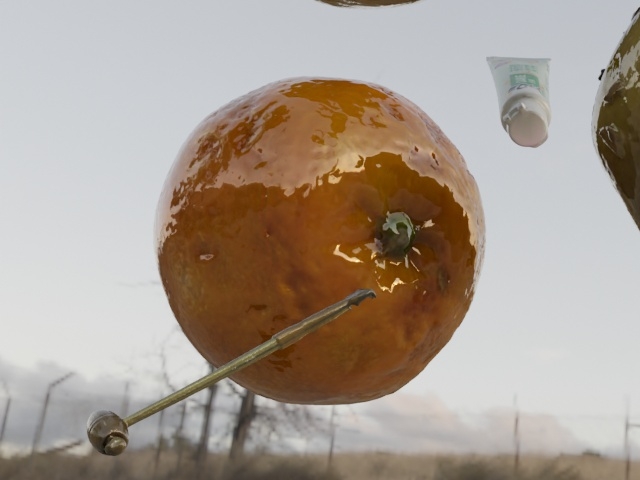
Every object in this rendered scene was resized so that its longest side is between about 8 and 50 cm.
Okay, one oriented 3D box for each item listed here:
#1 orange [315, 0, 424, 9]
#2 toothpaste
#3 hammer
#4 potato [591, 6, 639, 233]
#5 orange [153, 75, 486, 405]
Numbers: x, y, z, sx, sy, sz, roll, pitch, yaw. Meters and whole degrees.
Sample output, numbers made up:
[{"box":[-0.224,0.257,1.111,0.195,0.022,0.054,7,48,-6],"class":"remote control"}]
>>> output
[{"box":[0.044,-0.339,0.988,0.235,0.278,0.279,11,-15,-25],"class":"orange"},{"box":[0.223,-0.165,1.246,0.058,0.314,0.056,43,-69,-10],"class":"toothpaste"},{"box":[-0.032,0.047,0.430,0.123,0.014,0.029,-26,28,-19],"class":"hammer"},{"box":[0.232,-0.065,0.718,0.138,0.098,0.243,3,-42,35],"class":"potato"},{"box":[0.000,0.000,0.886,0.261,0.261,0.261,8,-16,2],"class":"orange"}]
